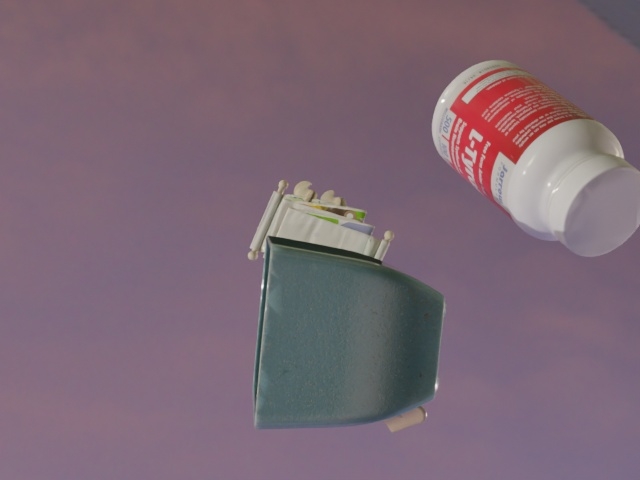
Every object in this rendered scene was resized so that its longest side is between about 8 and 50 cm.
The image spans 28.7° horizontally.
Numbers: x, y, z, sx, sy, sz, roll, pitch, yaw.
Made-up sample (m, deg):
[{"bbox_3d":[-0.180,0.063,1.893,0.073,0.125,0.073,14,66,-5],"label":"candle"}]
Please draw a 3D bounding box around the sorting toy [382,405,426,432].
[{"bbox_3d":[0.056,0.249,2.031,0.208,0.038,0.193,24,161,-7],"label":"sorting toy"}]

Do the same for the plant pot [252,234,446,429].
[{"bbox_3d":[0.039,0.130,1.761,0.252,0.247,0.248,5,-177,-4],"label":"plant pot"}]

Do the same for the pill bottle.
[{"bbox_3d":[0.387,-0.144,2.216,0.229,0.229,0.407,8,-155,-32],"label":"pill bottle"}]

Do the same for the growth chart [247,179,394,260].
[{"bbox_3d":[0.000,0.000,2.019,0.237,0.172,0.021,24,163,23],"label":"growth chart"}]
